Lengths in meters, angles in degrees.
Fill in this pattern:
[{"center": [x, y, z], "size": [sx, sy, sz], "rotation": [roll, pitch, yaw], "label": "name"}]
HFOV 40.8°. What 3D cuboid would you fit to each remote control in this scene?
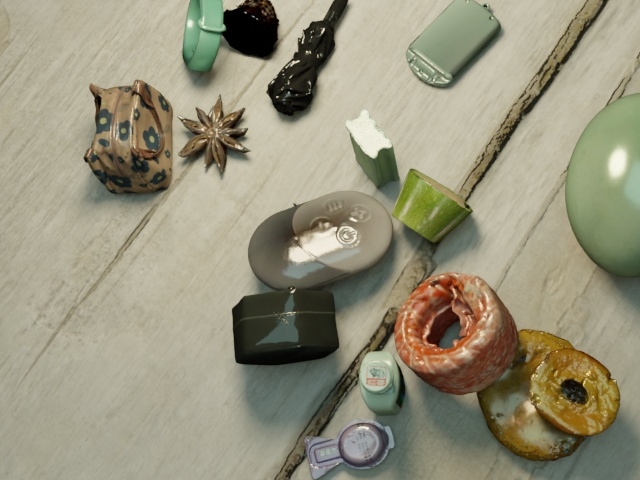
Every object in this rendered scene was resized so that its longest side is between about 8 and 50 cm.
[{"center": [0.000, 0.000, 1.912], "size": [0.332, 0.103, 0.221], "rotation": [-22, 52, -5], "label": "remote control"}]

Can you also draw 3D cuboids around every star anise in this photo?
[{"center": [-0.254, -0.247, 2.070], "size": [0.195, 0.065, 0.182], "rotation": [-26, 76, -2], "label": "star anise"}]

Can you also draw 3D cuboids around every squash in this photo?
[{"center": [0.239, -0.072, 1.886], "size": [0.170, 0.170, 0.123], "rotation": [35, 95, 17], "label": "squash"}]

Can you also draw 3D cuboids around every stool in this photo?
[{"center": [-0.077, 0.186, 1.835], "size": [0.232, 0.232, 0.141], "rotation": [-9, 75, 8], "label": "stool"}]

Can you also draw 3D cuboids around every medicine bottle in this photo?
[{"center": [0.125, 0.291, 1.761], "size": [0.083, 0.229, 0.121], "rotation": [-3, 74, 10], "label": "medicine bottle"}]

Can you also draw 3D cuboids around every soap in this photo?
[{"center": [0.117, -0.198, 1.917], "size": [0.063, 0.198, 0.114], "rotation": [-34, 69, -2], "label": "soap"}]

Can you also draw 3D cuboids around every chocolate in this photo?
[{"center": [-0.160, -0.546, 2.108], "size": [0.156, 0.156, 0.133], "rotation": [14, 60, 14], "label": "chocolate"}]

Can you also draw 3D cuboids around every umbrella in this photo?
[{"center": [-0.018, -0.454, 2.070], "size": [0.118, 0.118, 0.340], "rotation": [25, 76, 16], "label": "umbrella"}]

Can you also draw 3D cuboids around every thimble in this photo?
[{"center": [0.277, 0.189, 1.762], "size": [0.239, 0.162, 0.239], "rotation": [-19, 52, 27], "label": "thimble"}]

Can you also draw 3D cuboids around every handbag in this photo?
[{"center": [-0.459, -0.253, 2.037], "size": [0.190, 0.193, 0.252], "rotation": [-3, 75, 5], "label": "handbag"}]

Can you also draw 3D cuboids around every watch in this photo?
[{"center": [-0.281, -0.510, 2.072], "size": [0.068, 0.237, 0.195], "rotation": [7, 115, -19], "label": "watch"}]

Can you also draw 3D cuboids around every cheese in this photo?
[{"center": [0.063, 0.439, 1.828], "size": [0.191, 0.042, 0.105], "rotation": [-15, 71, 7], "label": "cheese"}]

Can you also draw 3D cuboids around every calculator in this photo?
[{"center": [0.316, -0.475, 2.038], "size": [0.141, 0.045, 0.246], "rotation": [42, 85, 18], "label": "calculator"}]

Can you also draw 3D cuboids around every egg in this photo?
[{"center": [0.644, -0.115, 1.758], "size": [0.276, 0.276, 0.389], "rotation": [7, 76, 12], "label": "egg"}]

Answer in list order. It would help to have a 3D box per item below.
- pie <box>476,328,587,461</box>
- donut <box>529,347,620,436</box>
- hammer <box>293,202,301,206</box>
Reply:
[{"center": [0.451, 0.319, 1.779], "size": [0.273, 0.069, 0.273], "rotation": [-2, 76, 9], "label": "pie"}, {"center": [0.502, 0.307, 1.711], "size": [0.162, 0.065, 0.178], "rotation": [-40, 74, -10], "label": "donut"}, {"center": [-0.072, 0.007, 1.989], "size": [0.062, 0.013, 0.199], "rotation": [21, 79, 15], "label": "hammer"}]
